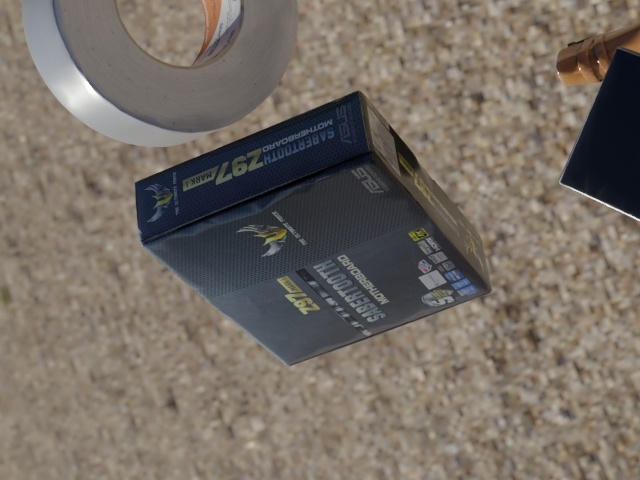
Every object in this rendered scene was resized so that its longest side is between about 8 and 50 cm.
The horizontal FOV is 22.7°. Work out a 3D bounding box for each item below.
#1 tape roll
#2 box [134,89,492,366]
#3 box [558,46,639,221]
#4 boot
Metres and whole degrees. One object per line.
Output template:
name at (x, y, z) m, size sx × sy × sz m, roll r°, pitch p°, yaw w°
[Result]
tape roll at (-0.129, -0.190, 1.307) m, size 0.072 × 0.219 × 0.219 m, roll -12°, pitch 95°, yaw 60°
box at (0.000, 0.000, 1.176) m, size 0.233 × 0.183 × 0.059 m, roll 46°, pitch -151°, yaw -51°
box at (0.307, -0.014, 0.973) m, size 0.261 × 0.184 × 0.103 m, roll 30°, pitch 102°, yaw 45°
boot at (0.326, -0.203, 1.704) m, size 0.197 × 0.152 × 0.073 m, roll 25°, pitch -123°, yaw -76°
